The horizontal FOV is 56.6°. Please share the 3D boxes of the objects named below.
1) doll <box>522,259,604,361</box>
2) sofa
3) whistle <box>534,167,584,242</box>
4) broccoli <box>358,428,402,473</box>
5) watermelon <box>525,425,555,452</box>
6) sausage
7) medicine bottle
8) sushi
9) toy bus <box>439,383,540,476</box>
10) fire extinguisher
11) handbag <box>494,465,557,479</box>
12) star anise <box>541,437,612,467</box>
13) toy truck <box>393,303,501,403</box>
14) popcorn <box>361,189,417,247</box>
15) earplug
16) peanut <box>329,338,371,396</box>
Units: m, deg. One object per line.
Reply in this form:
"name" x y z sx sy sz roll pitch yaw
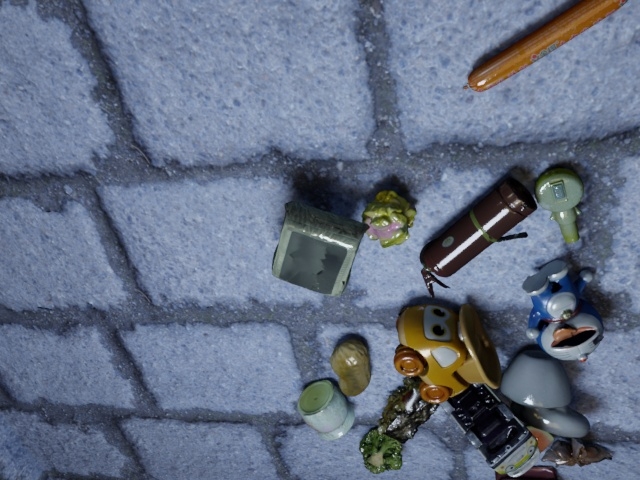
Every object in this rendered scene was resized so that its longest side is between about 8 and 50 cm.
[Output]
"doll" 0.600 0.178 1.465 0.215 0.161 0.256 -33 112 4
"sofa" 0.000 0.000 1.468 0.210 0.176 0.225 16 128 3
"whistle" 0.549 -0.073 1.345 0.104 0.057 0.198 -14 121 22
"broccoli" 0.205 0.698 1.975 0.162 0.138 0.145 -28 85 18
"watermelon" 0.640 0.633 1.835 0.135 0.094 0.125 29 130 -12
"sausage" 0.429 -0.384 1.142 0.348 0.053 0.053 -29 115 31
"medicine bottle" 0.019 0.540 1.891 0.147 0.147 0.143 -19 122 26
"sushi" 0.265 0.507 1.820 0.115 0.147 0.212 35 110 -5
"toy bus" 0.468 0.507 1.647 0.143 0.305 0.179 -42 121 1
"fire extinguisher" 0.358 0.005 1.413 0.341 0.105 0.141 -46 68 33
"handbag" 0.697 0.846 1.997 0.203 0.074 0.216 -4 126 18
"star anise" 0.768 0.652 1.824 0.208 0.063 0.172 27 136 -32
"toy truck" 0.332 0.294 1.587 0.212 0.204 0.288 -27 116 27
"popcorn" 0.161 -0.048 1.426 0.126 0.126 0.145 1 156 31
"earplug" 0.624 0.439 1.653 0.214 0.175 0.325 9 143 50
"peanut" 0.091 0.386 1.785 0.120 0.110 0.236 -10 134 -5
